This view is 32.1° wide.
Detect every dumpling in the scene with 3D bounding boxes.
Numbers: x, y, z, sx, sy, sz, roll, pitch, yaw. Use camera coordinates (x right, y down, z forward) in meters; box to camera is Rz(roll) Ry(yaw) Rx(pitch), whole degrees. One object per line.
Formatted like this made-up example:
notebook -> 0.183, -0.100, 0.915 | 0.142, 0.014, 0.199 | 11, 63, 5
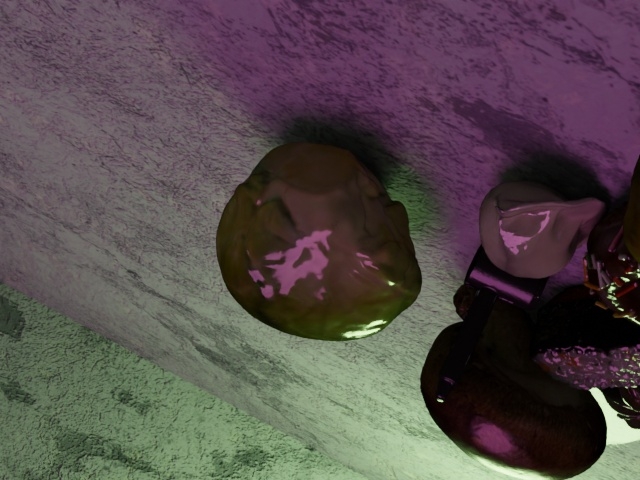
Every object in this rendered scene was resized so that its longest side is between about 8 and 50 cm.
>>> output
dumpling -> 0.294, -0.016, 1.469 | 0.167, 0.126, 0.215 | -3, 136, 5

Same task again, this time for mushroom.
mushroom -> 0.307, 0.254, 1.783 | 0.345, 0.345, 0.239 | 31, 133, -6

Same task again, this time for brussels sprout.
brussels sprout -> 0.000, 0.000, 1.656 | 0.344, 0.268, 0.344 | 7, 139, 6

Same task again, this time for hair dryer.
hair dryer -> 0.242, 0.131, 1.643 | 0.114, 0.248, 0.070 | 24, 166, 8

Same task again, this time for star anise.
star anise -> 0.546, 0.271, 1.811 | 0.212, 0.073, 0.197 | 34, 153, -6

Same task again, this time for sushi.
sushi -> 0.421, 0.143, 1.623 | 0.225, 0.126, 0.136 | 1, 145, 44

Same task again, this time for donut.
donut -> 0.457, 0.046, 1.396 | 0.270, 0.103, 0.269 | 20, 155, 10

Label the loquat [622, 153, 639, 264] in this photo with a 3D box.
loquat -> 0.446, -0.024, 1.162 | 0.246, 0.213, 0.213 | 14, 153, 28
